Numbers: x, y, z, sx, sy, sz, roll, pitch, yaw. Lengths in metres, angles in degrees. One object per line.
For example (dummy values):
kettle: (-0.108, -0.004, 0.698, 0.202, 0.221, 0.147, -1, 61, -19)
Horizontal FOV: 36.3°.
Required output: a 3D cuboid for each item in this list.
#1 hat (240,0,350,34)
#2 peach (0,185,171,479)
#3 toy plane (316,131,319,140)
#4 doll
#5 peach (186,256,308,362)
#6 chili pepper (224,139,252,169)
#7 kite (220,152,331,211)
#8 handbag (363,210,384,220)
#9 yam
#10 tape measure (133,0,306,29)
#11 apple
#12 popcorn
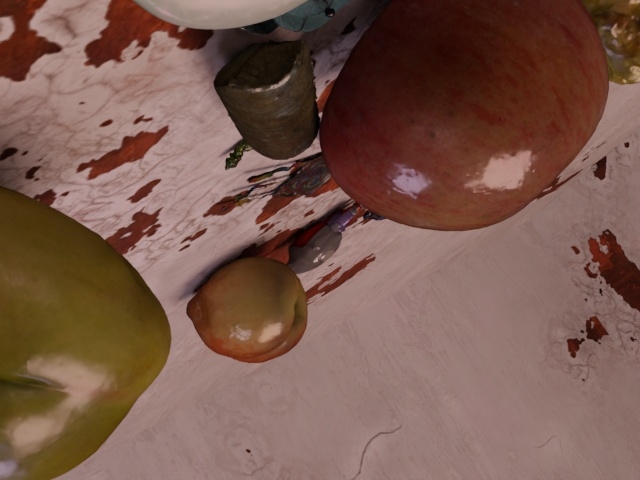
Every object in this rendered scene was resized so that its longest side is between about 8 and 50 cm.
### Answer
hat: (-0.015, -0.236, 0.892, 0.138, 0.078, 0.191, -39, 167, 19)
peach: (-0.313, 0.096, 0.912, 0.282, 0.314, 0.315, -62, -164, -6)
toy plane: (0.114, -0.161, 1.405, 0.244, 0.118, 0.245, 3, 158, 1)
doll: (0.000, 0.000, 1.928, 0.227, 0.075, 0.102, -44, 179, -6)
peach: (-0.142, 0.125, 1.824, 0.232, 0.233, 0.232, -31, 168, -7)
chili pepper: (-0.096, -0.122, 1.287, 0.083, 0.022, 0.027, -35, 167, -8)
kite: (-0.049, -0.098, 1.536, 0.152, 0.015, 0.285, -45, 166, 35)
handbag: (0.172, -0.111, 1.791, 0.162, 0.113, 0.260, -15, -178, 32)
yam: (-0.055, -0.160, 1.038, 0.106, 0.106, 0.259, -32, 168, -3)
tape measure: (-0.016, -0.220, 0.665, 0.215, 0.098, 0.351, -36, 143, 17)
apple: (0.174, -0.158, 1.135, 0.345, 0.269, 0.345, -53, 170, -13)
popcorn: (0.496, -0.344, 1.559, 0.167, 0.185, 0.187, -54, 171, -36)
